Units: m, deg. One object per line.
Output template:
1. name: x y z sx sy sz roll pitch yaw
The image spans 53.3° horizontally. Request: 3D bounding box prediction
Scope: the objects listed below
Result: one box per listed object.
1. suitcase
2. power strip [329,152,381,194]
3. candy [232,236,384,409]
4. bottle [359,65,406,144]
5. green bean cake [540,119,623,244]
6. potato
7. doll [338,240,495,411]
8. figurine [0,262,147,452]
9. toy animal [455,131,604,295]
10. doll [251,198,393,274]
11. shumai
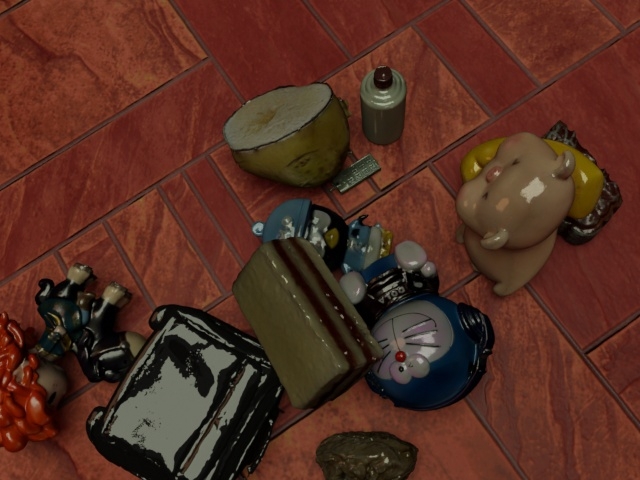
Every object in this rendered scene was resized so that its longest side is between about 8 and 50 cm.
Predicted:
1. suitcase: -0.253 0.335 1.311 0.339 0.188 0.345 30 76 0
2. power strip: 0.079 -0.154 1.516 0.136 0.019 0.051 -32 74 -4
3. candy: -0.033 0.158 1.259 0.135 0.179 0.320 -6 52 -42
4. bottle: 0.141 -0.312 1.439 0.104 0.245 0.104 -2 74 5
5. green bean cake: 0.550 -0.123 1.416 0.198 0.097 0.233 -45 73 -8
6. potato: -0.069 -0.221 1.473 0.300 0.196 0.246 4 48 37
7. doll: 0.193 0.188 1.290 0.284 0.240 0.310 -37 59 21
8. figurine: -0.575 0.242 1.376 0.412 0.241 0.306 -32 96 -22
9. toy animal: 0.367 -0.071 1.292 0.277 0.247 0.345 42 119 17
10. doll: 0.000 0.000 1.414 0.314 0.141 0.177 9 78 5
11. shumai: 0.095 0.471 1.256 0.206 0.166 0.175 -7 80 29
